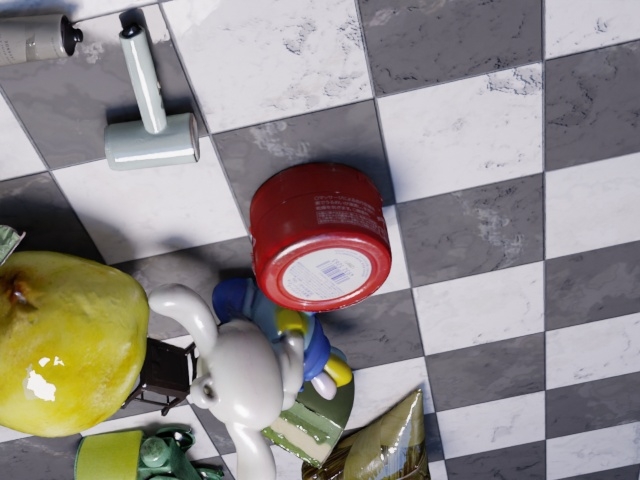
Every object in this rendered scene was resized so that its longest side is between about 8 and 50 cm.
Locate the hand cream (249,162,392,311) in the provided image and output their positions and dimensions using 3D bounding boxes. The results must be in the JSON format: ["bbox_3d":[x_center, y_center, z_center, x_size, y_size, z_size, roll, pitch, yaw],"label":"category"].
[{"bbox_3d":[0.000,0.000,1.596,0.230,0.149,0.230,-8,142,-6],"label":"hand cream"}]

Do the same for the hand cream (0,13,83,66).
[{"bbox_3d":[-0.395,-0.254,1.279,0.186,0.054,0.087,-5,138,5],"label":"hand cream"}]

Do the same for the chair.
[{"bbox_3d":[-0.270,0.226,1.859,0.113,0.106,0.229,21,131,-35],"label":"chair"}]

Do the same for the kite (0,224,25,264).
[{"bbox_3d":[-0.564,0.017,1.466,0.322,0.268,0.013,7,-170,22],"label":"kite"}]

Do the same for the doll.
[{"bbox_3d":[-0.107,0.197,1.737,0.187,0.365,0.376,4,113,34],"label":"doll"}]

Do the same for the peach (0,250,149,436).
[{"bbox_3d":[-0.436,0.157,1.594,0.314,0.281,0.315,-60,156,2],"label":"peach"}]

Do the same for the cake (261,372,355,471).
[{"bbox_3d":[-0.070,0.305,2.042,0.283,0.172,0.158,30,129,4],"label":"cake"}]

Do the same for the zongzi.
[{"bbox_3d":[0.093,0.447,2.208,0.289,0.154,0.318,-5,122,1],"label":"zongzi"}]

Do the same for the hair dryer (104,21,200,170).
[{"bbox_3d":[-0.246,-0.194,1.368,0.131,0.073,0.236,-7,139,-1],"label":"hair dryer"}]

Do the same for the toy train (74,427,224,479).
[{"bbox_3d":[-0.364,0.542,2.203,0.253,0.160,0.397,-8,142,9],"label":"toy train"}]
